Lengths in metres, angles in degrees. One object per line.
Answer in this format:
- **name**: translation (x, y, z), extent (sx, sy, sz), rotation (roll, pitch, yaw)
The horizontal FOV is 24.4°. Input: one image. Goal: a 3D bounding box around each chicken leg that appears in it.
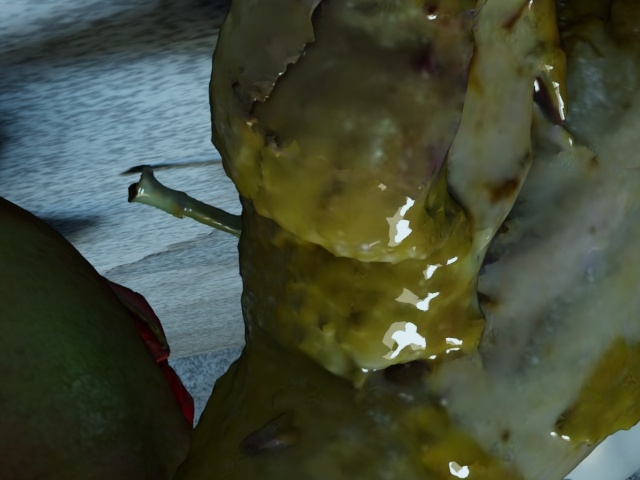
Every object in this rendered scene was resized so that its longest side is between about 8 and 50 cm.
- **chicken leg**: translation (0.011, 0.024, 0.520), extent (0.182, 0.409, 0.295), rotation (25, 157, 29)

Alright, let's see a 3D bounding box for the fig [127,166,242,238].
- **fig**: translation (0.008, -0.004, 0.893), extent (0.230, 0.160, 0.143), rotation (17, -156, 5)

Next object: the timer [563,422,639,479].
- **timer**: translation (0.121, 0.071, 1.162), extent (0.285, 0.285, 0.285), rotation (-13, 173, -2)

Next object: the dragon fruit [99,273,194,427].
- **dragon fruit**: translation (-0.192, 0.127, 0.964), extent (0.233, 0.234, 0.293), rotation (-13, 141, -4)

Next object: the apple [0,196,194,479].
- **apple**: translation (-0.199, 0.139, 0.664), extent (0.277, 0.348, 0.348), rotation (-25, 178, -21)
